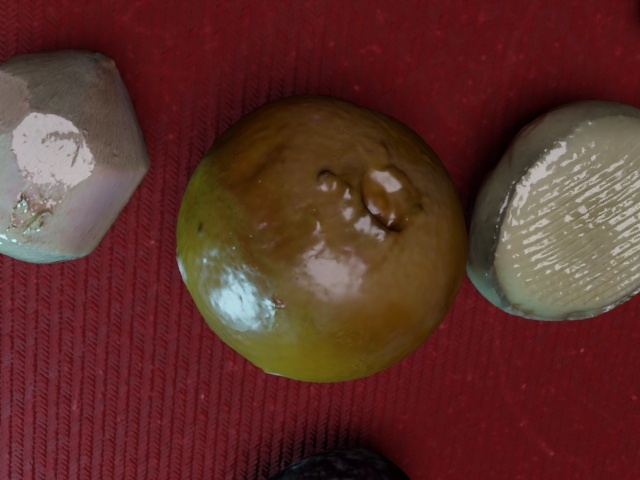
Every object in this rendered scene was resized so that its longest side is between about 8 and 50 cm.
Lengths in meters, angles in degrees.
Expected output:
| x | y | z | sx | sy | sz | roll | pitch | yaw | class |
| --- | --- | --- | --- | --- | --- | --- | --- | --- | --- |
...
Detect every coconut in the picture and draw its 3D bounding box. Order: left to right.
| x | y | z | sx | sy | sz | roll | pitch | yaw | class |
| --- | --- | --- | --- | --- | --- | --- | --- | --- | --- |
| -0.295 | -0.101 | 1.101 | 0.224 | 0.224 | 0.234 | 32 | 114 | -15 | coconut |

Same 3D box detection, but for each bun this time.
| x | y | z | sx | sy | sz | roll | pitch | yaw | class |
| --- | --- | --- | --- | --- | --- | --- | --- | --- | --- |
| 0.300 | -0.041 | 1.221 | 0.287 | 0.146 | 0.287 | -7 | 120 | -12 | bun |

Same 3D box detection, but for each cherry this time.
| x | y | z | sx | sy | sz | roll | pitch | yaw | class |
| --- | --- | --- | --- | --- | --- | --- | --- | --- | --- |
| 0.009 | 0.401 | 1.290 | 0.296 | 0.218 | 0.255 | -42 | 101 | 2 | cherry |

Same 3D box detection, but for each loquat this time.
| x | y | z | sx | sy | sz | roll | pitch | yaw | class |
| --- | --- | --- | --- | --- | --- | --- | --- | --- | --- |
| 0.000 | 0.000 | 1.108 | 0.328 | 0.328 | 0.329 | -2 | 108 | -6 | loquat |
